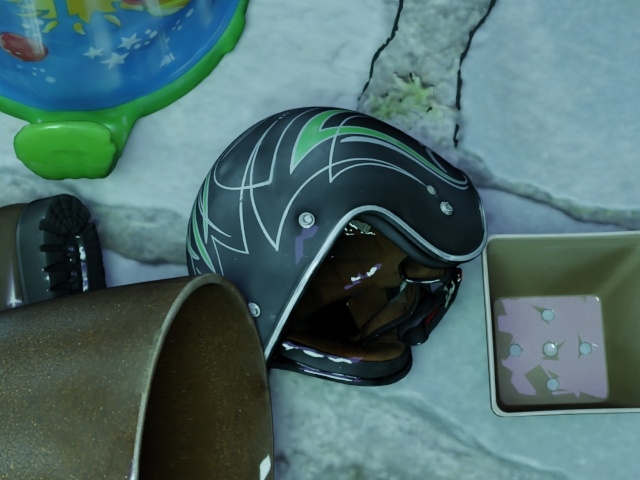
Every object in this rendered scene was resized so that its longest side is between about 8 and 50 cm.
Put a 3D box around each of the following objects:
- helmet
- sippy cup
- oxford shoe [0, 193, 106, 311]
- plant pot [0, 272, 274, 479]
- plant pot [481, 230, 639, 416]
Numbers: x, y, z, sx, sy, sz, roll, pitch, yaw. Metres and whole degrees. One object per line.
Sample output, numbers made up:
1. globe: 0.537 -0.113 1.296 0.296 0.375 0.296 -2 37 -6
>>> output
1. helmet: 0.000 0.000 0.941 0.162 0.169 0.169 13 75 -19
2. sippy cup: -0.156 -0.210 0.960 0.240 0.224 0.305 -37 81 -10
3. oxford shoe: -0.183 0.091 0.970 0.096 0.083 0.227 -8 79 23
4. plant pot: -0.164 0.124 0.825 0.230 0.215 0.215 0 75 15
5. plant pot: 0.149 0.059 0.970 0.109 0.096 0.109 -1 76 -3
